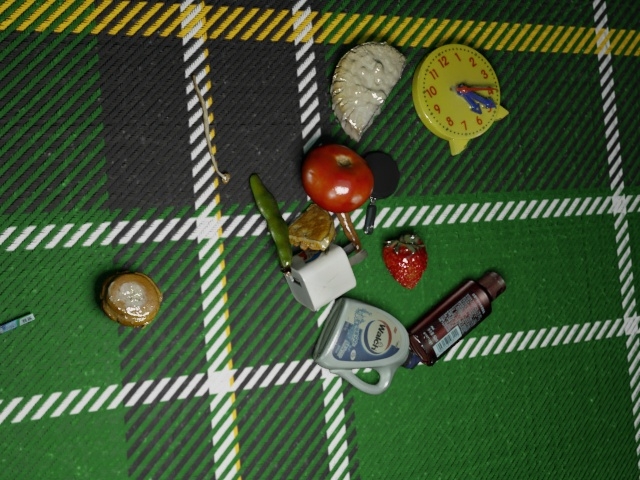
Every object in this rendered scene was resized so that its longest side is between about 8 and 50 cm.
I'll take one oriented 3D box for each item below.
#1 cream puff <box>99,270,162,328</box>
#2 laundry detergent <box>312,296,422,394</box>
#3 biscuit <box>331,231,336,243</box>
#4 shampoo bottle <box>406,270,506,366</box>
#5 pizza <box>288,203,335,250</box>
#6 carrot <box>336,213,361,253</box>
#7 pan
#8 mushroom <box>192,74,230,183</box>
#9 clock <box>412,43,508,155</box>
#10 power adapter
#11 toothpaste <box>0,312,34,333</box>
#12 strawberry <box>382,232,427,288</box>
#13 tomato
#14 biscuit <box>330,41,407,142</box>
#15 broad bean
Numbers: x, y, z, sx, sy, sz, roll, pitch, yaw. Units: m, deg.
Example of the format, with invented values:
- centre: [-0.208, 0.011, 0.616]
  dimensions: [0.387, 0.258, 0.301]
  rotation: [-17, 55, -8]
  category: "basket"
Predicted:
- centre: [-0.445, 0.138, 1.709]
  dimensions: [0.144, 0.103, 0.126]
  rotation: [34, 62, -16]
  category: "cream puff"
- centre: [0.136, 0.289, 1.929]
  dimensions: [0.280, 0.105, 0.215]
  rotation: [30, 76, -19]
  category: "laundry detergent"
- centre: [0.000, 0.000, 1.941]
  dimensions: [0.092, 0.016, 0.082]
  rotation: [28, 81, -16]
  category: "biscuit"
- centre: [0.382, 0.205, 2.043]
  dimensions: [0.323, 0.084, 0.129]
  rotation: [-38, 102, -21]
  category: "shampoo bottle"
- centre: [-0.026, -0.027, 1.884]
  dimensions: [0.134, 0.175, 0.046]
  rotation: [-14, 127, 13]
  category: "pizza"
- centre: [0.075, -0.034, 1.965]
  dimensions: [0.035, 0.035, 0.165]
  rotation: [-26, 98, -21]
  category: "carrot"
- centre: [0.151, -0.131, 2.003]
  dimensions: [0.136, 0.028, 0.235]
  rotation: [11, 82, -20]
  category: "pan"
- centre: [-0.283, -0.279, 1.849]
  dimensions: [0.028, 0.026, 0.286]
  rotation: [-20, 92, -38]
  category: "mushroom"
- centre: [0.400, -0.422, 2.100]
  dimensions: [0.277, 0.071, 0.293]
  rotation: [-44, 102, -18]
  category: "clock"
- centre: [0.024, 0.070, 1.876]
  dimensions: [0.204, 0.130, 0.125]
  rotation: [-31, 115, -21]
  category: "power adapter"
- centre: [-0.687, 0.188, 1.653]
  dimensions: [0.083, 0.020, 0.017]
  rotation: [-25, 91, -21]
  category: "toothpaste"
- centre: [0.230, 0.052, 1.986]
  dimensions: [0.131, 0.148, 0.131]
  rotation: [0, 48, -1]
  category: "strawberry"
- centre: [0.042, -0.157, 1.892]
  dimensions: [0.195, 0.136, 0.195]
  rotation: [13, 45, -13]
  category: "tomato"
- centre: [0.115, -0.420, 1.981]
  dimensions: [0.179, 0.084, 0.281]
  rotation: [31, 76, -17]
  category: "biscuit"
- centre: [-0.114, -0.043, 1.850]
  dimensions: [0.060, 0.043, 0.298]
  rotation: [-6, 65, -38]
  category: "broad bean"
